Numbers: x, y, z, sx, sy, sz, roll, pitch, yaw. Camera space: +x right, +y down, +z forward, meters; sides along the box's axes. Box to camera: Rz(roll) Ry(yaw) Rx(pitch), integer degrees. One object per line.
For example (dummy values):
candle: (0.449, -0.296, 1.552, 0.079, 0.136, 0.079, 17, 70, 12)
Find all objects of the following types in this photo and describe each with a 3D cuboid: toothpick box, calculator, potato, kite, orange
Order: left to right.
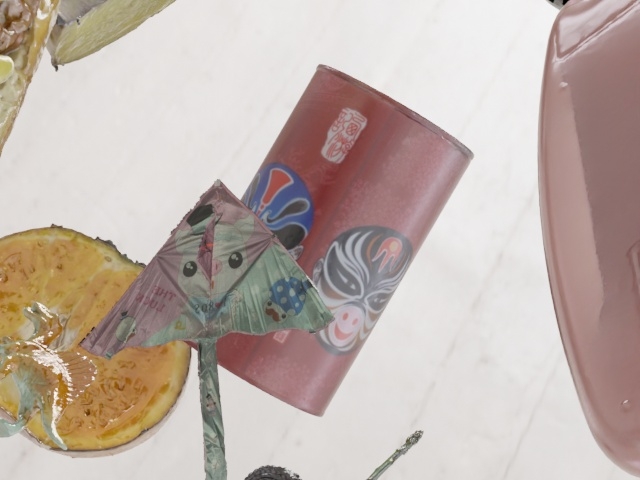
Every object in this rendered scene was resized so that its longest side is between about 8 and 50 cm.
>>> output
orange: (-0.305, 0.133, 2.011, 0.310, 0.274, 0.274, 10, 43, 43)
potato: (-0.180, -0.236, 1.318, 0.138, 0.098, 0.243, 49, 47, 5)
kite: (-0.053, 0.045, 0.726, 0.137, 0.005, 0.152, -7, 68, 30)
toothpick box: (0.000, 0.000, 1.791, 0.204, 0.204, 0.333, 30, 89, 17)
calculator: (0.185, -0.044, 0.759, 0.048, 0.220, 0.330, 29, 42, -30)

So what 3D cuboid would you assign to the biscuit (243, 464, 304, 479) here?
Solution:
biscuit: (-0.037, 0.237, 1.415, 0.027, 0.089, 0.087, 2, 84, -50)

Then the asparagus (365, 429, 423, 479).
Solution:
asparagus: (0.072, 0.260, 1.865, 0.013, 0.016, 0.166, 26, 42, 25)

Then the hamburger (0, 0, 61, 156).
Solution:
hamburger: (-0.267, -0.125, 1.099, 0.245, 0.155, 0.282, -43, 40, 13)

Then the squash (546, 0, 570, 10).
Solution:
squash: (0.277, -0.299, 1.557, 0.218, 0.172, 0.218, 2, 56, -3)

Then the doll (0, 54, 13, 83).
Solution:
doll: (-0.155, -0.224, 0.791, 0.141, 0.117, 0.296, 21, 89, 16)

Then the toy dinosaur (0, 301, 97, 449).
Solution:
toy dinosaur: (-0.281, 0.147, 1.683, 0.142, 0.057, 0.212, -22, 49, -41)
